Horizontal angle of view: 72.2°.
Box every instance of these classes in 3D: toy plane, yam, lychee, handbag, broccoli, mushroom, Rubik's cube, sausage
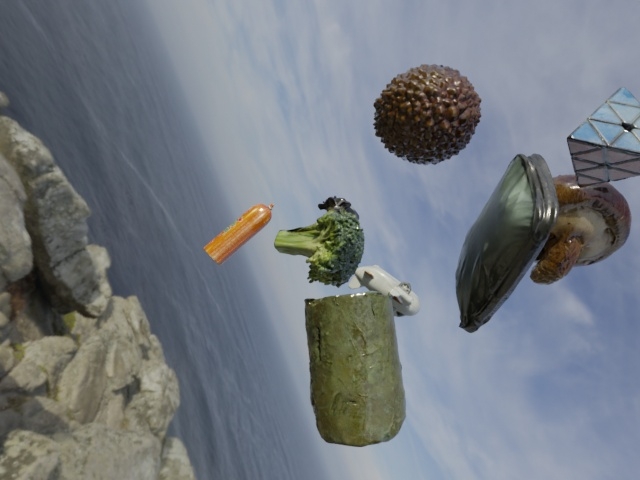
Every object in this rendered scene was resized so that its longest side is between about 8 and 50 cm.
[{"bbox_3d":[0.213,0.168,1.426,0.244,0.117,0.245,35,-9,6],"label":"toy plane"},{"bbox_3d":[0.071,0.258,0.908,0.195,0.195,0.300,130,-44,-81],"label":"yam"},{"bbox_3d":[0.199,-0.232,0.828,0.238,0.200,0.200,-4,71,-79],"label":"lychee"},{"bbox_3d":[0.314,0.015,0.788,0.332,0.075,0.192,102,-1,-48],"label":"handbag"},{"bbox_3d":[0.000,0.000,1.193,0.263,0.243,0.247,-35,127,-74],"label":"broccoli"},{"bbox_3d":[0.730,-0.052,1.314,0.345,0.345,0.239,77,-12,-46],"label":"mushroom"},{"bbox_3d":[0.555,-0.228,0.843,0.211,0.190,0.178,-8,-115,61],"label":"Rubik's cube"},{"bbox_3d":[-0.223,-0.029,1.254,0.071,0.234,0.071,44,-13,13],"label":"sausage"}]
